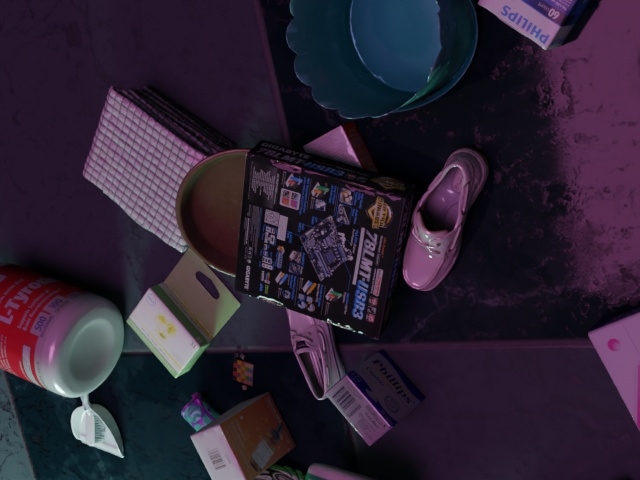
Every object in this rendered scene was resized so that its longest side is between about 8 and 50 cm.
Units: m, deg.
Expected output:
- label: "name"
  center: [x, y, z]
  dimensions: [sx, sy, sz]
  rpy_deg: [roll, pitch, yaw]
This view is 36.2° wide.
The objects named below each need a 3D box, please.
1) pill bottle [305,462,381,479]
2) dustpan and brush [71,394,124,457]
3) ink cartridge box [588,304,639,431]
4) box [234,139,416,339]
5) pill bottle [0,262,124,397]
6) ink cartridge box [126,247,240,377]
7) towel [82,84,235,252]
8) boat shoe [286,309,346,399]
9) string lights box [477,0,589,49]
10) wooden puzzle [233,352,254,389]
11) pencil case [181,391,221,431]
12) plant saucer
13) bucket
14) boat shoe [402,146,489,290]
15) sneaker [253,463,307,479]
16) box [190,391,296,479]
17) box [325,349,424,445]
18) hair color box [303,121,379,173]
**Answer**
- label: "pill bottle"
  center: [0.030, 0.612, 1.812]
  dimensions: [0.204, 0.204, 0.361]
  rpy_deg: [8, 77, 30]
- label: "dustpan and brush"
  center: [-0.533, 0.409, 2.284]
  dimensions: [0.147, 0.060, 0.211]
  rpy_deg: [12, 112, 29]
- label: "ink cartridge box"
  center: [0.626, 0.219, 1.481]
  dimensions: [0.324, 0.071, 0.330]
  rpy_deg: [-30, 87, 35]
- label: "box"
  center: [0.000, 0.000, 1.733]
  dimensions: [0.293, 0.073, 0.295]
  rpy_deg: [16, 122, 15]
- label: "pill bottle"
  center: [-0.660, 0.182, 2.188]
  dimensions: [0.408, 0.229, 0.229]
  rpy_deg: [16, 114, 27]
- label: "ink cartridge box"
  center: [-0.290, 0.152, 2.051]
  dimensions: [0.171, 0.056, 0.235]
  rpy_deg: [47, 126, 12]
- label: "towel"
  center: [-0.314, -0.148, 1.931]
  dimensions: [0.284, 0.121, 0.235]
  rpy_deg: [36, 123, 16]
- label: "boat shoe"
  center: [-0.015, 0.195, 1.874]
  dimensions: [0.083, 0.076, 0.226]
  rpy_deg: [-24, 92, 35]
- label: "string lights box"
  center: [0.358, -0.425, 1.433]
  dimensions: [0.133, 0.077, 0.259]
  rpy_deg: [40, 122, 16]
- label: "wooden puzzle"
  center: [-0.159, 0.272, 2.034]
  dimensions: [0.049, 0.006, 0.083]
  rpy_deg: [15, 113, 28]
- label: "pencil case"
  center: [-0.226, 0.395, 2.082]
  dimensions: [0.152, 0.064, 0.070]
  rpy_deg: [41, 139, 14]
- label: "plant saucer"
  center: [-0.130, -0.053, 1.823]
  dimensions: [0.278, 0.041, 0.277]
  rpy_deg: [2, 121, 4]
- label: "bucket"
  center: [0.106, -0.338, 1.558]
  dimensions: [0.281, 0.183, 0.281]
  rpy_deg: [11, 112, 30]
- label: "boat shoe"
  center: [0.192, -0.026, 1.657]
  dimensions: [0.098, 0.096, 0.277]
  rpy_deg: [28, 119, 20]
- label: "sneaker"
  center: [-0.031, 0.596, 1.975]
  dimensions: [0.343, 0.146, 0.134]
  rpy_deg: [46, 124, 12]
- label: "box"
  center: [-0.153, 0.403, 1.973]
  dimensions: [0.091, 0.170, 0.130]
  rpy_deg: [-28, 90, 37]
- label: "box"
  center: [0.101, 0.284, 1.792]
  dimensions: [0.126, 0.137, 0.072]
  rpy_deg: [49, 123, 10]
- label: "hair color box"
  center: [0.050, -0.116, 1.745]
  dimensions: [0.093, 0.053, 0.167]
  rpy_deg: [-25, 90, 34]
